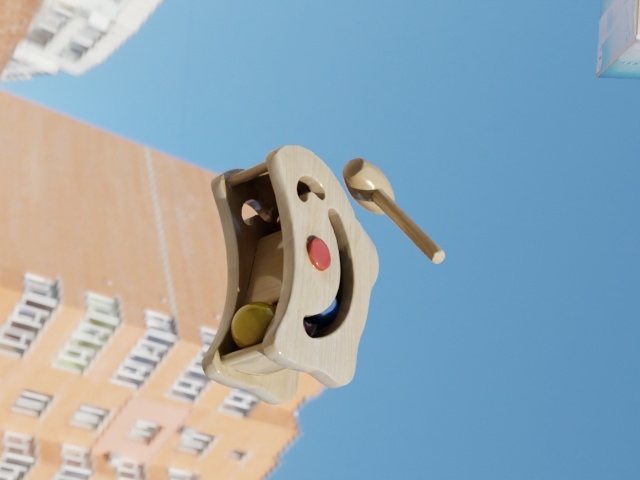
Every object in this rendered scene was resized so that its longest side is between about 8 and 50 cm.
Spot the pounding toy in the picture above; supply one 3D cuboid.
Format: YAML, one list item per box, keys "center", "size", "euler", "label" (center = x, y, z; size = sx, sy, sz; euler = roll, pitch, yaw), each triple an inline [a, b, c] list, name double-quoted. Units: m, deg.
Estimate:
- center: [0.000, 0.000, 0.962]
  size: [0.154, 0.154, 0.270]
  euler: [-21, -144, 33]
  label: "pounding toy"

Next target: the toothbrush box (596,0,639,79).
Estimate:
- center: [0.388, -0.300, 1.248]
  size: [0.295, 0.126, 0.216]
  euler: [-16, 109, -84]
  label: "toothbrush box"
